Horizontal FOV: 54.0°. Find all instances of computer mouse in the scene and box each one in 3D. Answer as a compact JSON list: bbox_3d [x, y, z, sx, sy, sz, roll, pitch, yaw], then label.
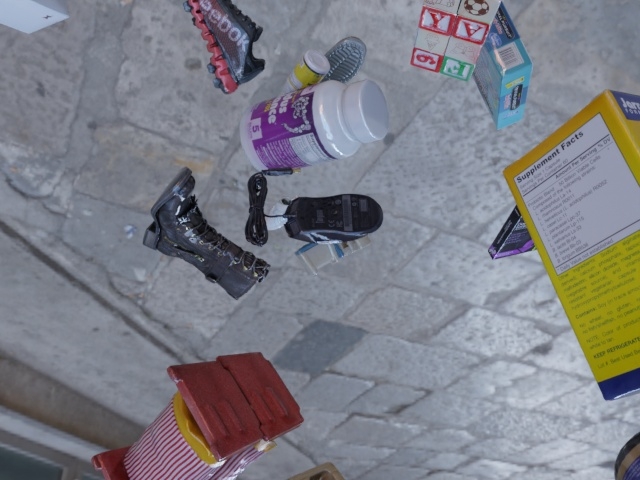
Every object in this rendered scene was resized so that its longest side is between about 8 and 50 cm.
[{"bbox_3d":[-0.018,-0.066,1.216,0.262,0.184,0.060,-6,147,-4],"label":"computer mouse"}]

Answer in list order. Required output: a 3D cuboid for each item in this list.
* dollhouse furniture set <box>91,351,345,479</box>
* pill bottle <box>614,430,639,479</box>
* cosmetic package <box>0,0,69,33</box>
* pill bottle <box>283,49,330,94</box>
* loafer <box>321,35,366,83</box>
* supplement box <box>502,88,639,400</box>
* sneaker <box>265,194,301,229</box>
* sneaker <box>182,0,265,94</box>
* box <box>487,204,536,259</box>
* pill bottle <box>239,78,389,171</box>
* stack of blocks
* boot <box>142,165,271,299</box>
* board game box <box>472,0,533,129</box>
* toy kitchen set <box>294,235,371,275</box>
[{"bbox_3d":[-0.073,0.329,0.696,0.152,0.374,0.201,1,134,-54],"label":"dollhouse furniture set"},{"bbox_3d":[0.337,0.262,0.511,0.123,0.219,0.122,2,117,3],"label":"pill bottle"},{"bbox_3d":[-0.502,-0.460,0.780,0.097,0.284,0.377,-12,174,24],"label":"cosmetic package"},{"bbox_3d":[-0.035,-0.363,1.404,0.065,0.065,0.116,19,140,-27],"label":"pill bottle"},{"bbox_3d":[0.033,-0.436,1.592,0.094,0.087,0.251,32,142,-17],"label":"loafer"},{"bbox_3d":[0.439,0.005,0.845,0.195,0.356,0.194,-2,154,-33],"label":"supplement box"},{"bbox_3d":[-0.079,-0.063,1.325,0.152,0.053,0.061,-12,122,42],"label":"sneaker"},{"bbox_3d":[-0.192,-0.442,1.263,0.135,0.097,0.276,-20,112,3],"label":"sneaker"},{"bbox_3d":[0.400,-0.024,1.201,0.116,0.029,0.162,-12,149,-13],"label":"box"},{"bbox_3d":[-0.013,-0.249,1.356,0.302,0.169,0.169,-9,147,32],"label":"pill bottle"},{"bbox_3d":[0.214,-0.388,0.830,0.087,0.297,0.171,19,163,7],"label":"stack of blocks"},{"bbox_3d":[-0.190,-0.003,1.127,0.229,0.091,0.263,31,146,-6],"label":"boot"},{"bbox_3d":[0.440,-0.463,1.595,0.079,0.253,0.336,-22,165,9],"label":"board game box"},{"bbox_3d":[0.000,0.000,1.442,0.166,0.122,0.207,-29,179,-15],"label":"toy kitchen set"}]
